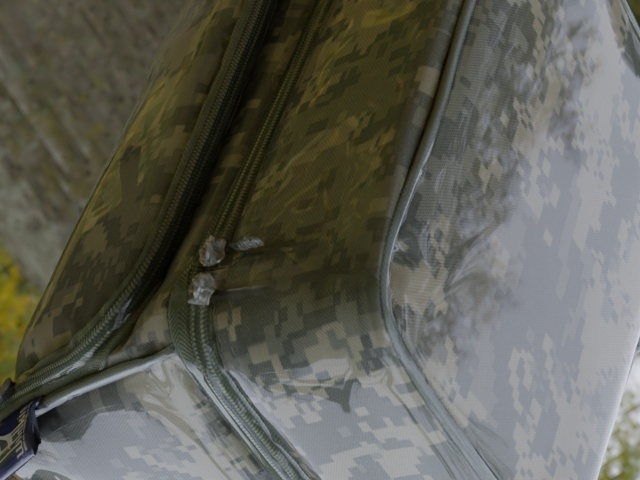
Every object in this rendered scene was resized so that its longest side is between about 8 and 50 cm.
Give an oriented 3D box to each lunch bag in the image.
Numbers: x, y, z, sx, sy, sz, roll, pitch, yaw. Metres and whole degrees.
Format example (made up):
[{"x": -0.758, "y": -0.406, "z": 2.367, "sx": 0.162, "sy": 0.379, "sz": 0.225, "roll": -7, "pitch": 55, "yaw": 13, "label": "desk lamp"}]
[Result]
[{"x": 0.000, "y": 0.000, "z": 0.800, "sx": 0.256, "sy": 0.212, "sz": 0.305, "roll": -9, "pitch": -134, "yaw": 36, "label": "lunch bag"}]

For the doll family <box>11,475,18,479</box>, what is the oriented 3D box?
[{"x": -0.141, "y": 0.144, "z": 1.173, "sx": 0.111, "sy": 0.076, "sz": 0.193, "roll": -24, "pitch": 165, "yaw": 41, "label": "doll family"}]
